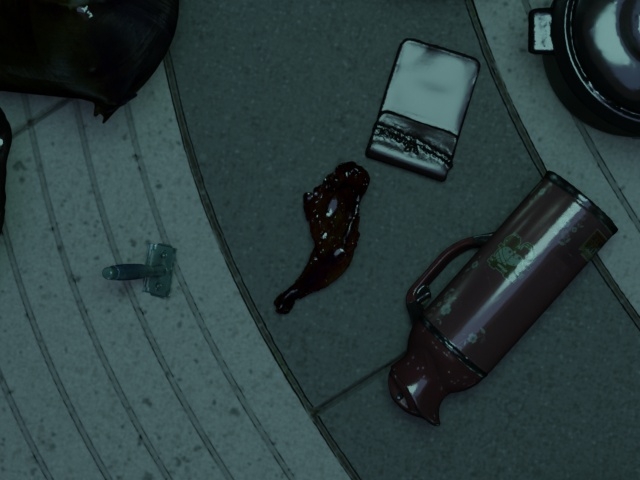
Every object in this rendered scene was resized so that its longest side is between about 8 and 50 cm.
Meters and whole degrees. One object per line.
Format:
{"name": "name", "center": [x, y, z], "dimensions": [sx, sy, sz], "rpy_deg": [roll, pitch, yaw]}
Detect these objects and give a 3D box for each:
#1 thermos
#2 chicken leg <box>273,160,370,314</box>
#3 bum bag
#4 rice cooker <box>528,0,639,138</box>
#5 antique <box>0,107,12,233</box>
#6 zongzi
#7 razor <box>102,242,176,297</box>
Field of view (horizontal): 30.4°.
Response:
{"name": "thermos", "center": [0.193, 0.067, 1.407], "dimensions": [0.136, 0.109, 0.330], "rpy_deg": [41, 94, 1]}
{"name": "chicken leg", "center": [0.006, 0.000, 1.446], "dimensions": [0.093, 0.053, 0.205], "rpy_deg": [16, 86, 25]}
{"name": "bum bag", "center": [0.127, -0.161, 1.444], "dimensions": [0.109, 0.026, 0.159], "rpy_deg": [17, 93, 3]}
{"name": "rice cooker", "center": [0.372, -0.234, 1.327], "dimensions": [0.280, 0.227, 0.241], "rpy_deg": [2, 92, 3]}
{"name": "antique", "center": [-0.531, -0.053, 1.413], "dimensions": [0.322, 0.185, 0.255], "rpy_deg": [0, 85, 4]}
{"name": "zongzi", "center": [-0.315, -0.359, 1.420], "dimensions": [0.403, 0.208, 0.432], "rpy_deg": [7, 56, 26]}
{"name": "razor", "center": [-0.223, 0.037, 1.417], "dimensions": [0.040, 0.135, 0.068], "rpy_deg": [9, 93, 21]}
